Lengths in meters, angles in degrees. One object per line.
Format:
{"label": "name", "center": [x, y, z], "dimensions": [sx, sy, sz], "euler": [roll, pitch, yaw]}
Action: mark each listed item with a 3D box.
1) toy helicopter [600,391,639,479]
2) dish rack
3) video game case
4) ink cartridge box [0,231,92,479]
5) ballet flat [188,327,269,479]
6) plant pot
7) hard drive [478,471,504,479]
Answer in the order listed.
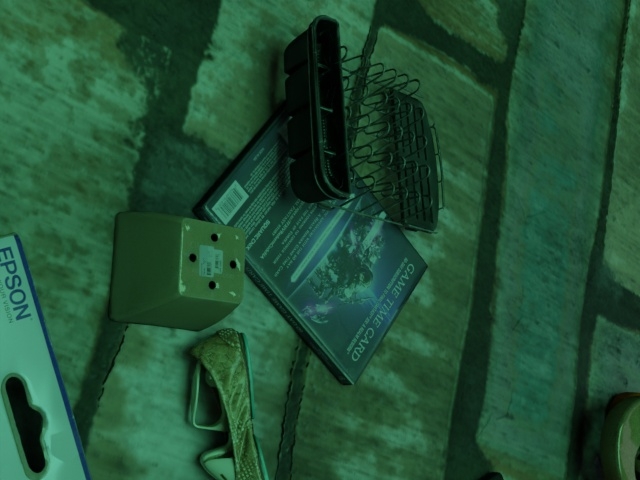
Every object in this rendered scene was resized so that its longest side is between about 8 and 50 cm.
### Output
{"label": "toy helicopter", "center": [0.467, 0.393, 1.406], "dimensions": [0.235, 0.140, 0.355], "euler": [-21, 99, -39]}
{"label": "dish rack", "center": [0.066, -0.118, 1.164], "dimensions": [0.271, 0.074, 0.208], "euler": [14, 66, -44]}
{"label": "video game case", "center": [0.000, 0.000, 1.143], "dimensions": [0.274, 0.026, 0.196], "euler": [52, 53, -22]}
{"label": "ink cartridge box", "center": [-0.348, 0.187, 0.780], "dimensions": [0.330, 0.071, 0.324], "euler": [-17, 93, -45]}
{"label": "ballet flat", "center": [-0.093, 0.193, 1.012], "dimensions": [0.067, 0.073, 0.206], "euler": [-10, 86, -14]}
{"label": "plant pot", "center": [-0.130, 0.026, 0.978], "dimensions": [0.109, 0.096, 0.109], "euler": [12, 74, -40]}
{"label": "hard drive", "center": [0.190, 0.356, 1.244], "dimensions": [0.135, 0.022, 0.094], "euler": [-20, 95, -41]}
